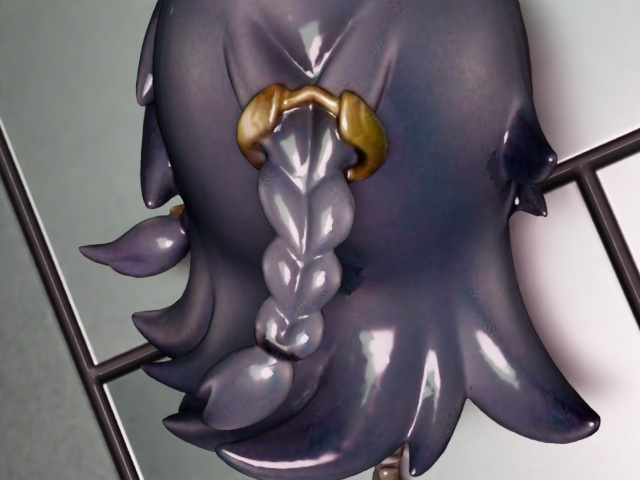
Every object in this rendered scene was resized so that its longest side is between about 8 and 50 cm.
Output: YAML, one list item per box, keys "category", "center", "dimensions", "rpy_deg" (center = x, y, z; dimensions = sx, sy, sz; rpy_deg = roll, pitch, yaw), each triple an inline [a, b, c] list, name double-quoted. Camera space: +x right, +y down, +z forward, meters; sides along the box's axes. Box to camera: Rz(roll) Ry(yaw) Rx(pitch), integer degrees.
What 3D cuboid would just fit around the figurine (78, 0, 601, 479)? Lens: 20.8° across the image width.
- category: "figurine"
  center: [0.008, -0.013, 0.714]
  dimensions: [0.175, 0.197, 0.265]
  rpy_deg: [-9, 84, -21]
